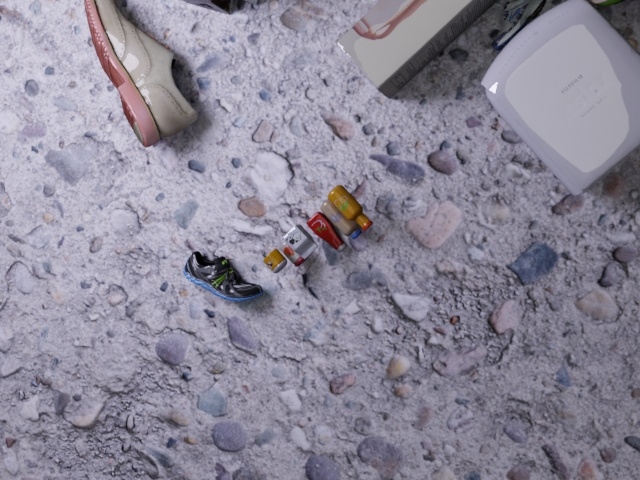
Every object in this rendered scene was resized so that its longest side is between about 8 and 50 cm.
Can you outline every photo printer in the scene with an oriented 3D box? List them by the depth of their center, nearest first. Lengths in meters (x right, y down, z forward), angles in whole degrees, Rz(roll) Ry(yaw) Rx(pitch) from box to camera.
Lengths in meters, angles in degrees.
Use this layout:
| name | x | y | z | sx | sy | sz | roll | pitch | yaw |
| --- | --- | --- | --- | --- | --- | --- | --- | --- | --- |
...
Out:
| name | x | y | z | sx | sy | sz | roll | pitch | yaw |
| --- | --- | --- | --- | --- | --- | --- | --- | --- | --- |
| photo printer | 0.477 | -0.278 | 1.297 | 0.256 | 0.107 | 0.307 | -41 | 86 | 14 |

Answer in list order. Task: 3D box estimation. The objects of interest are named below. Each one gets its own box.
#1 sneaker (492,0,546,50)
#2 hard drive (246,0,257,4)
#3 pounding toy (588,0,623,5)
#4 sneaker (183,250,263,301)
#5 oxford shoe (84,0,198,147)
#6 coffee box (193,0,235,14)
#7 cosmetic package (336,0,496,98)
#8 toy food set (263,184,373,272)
| name | x | y | z | sx | sy | sz | roll | pitch | yaw |
| --- | --- | --- | --- | --- | --- | --- | --- | --- | --- |
| sneaker | 0.375 | -0.431 | 1.341 | 0.058 | 0.052 | 0.135 | 42 | 96 | 16 |
| hard drive | -0.136 | -0.647 | 1.320 | 0.047 | 0.233 | 0.352 | 19 | 106 | 12 |
| pounding toy | 0.584 | -0.487 | 1.216 | 0.110 | 0.237 | 0.182 | 20 | 95 | -18 |
| sneaker | -0.214 | 0.078 | 1.518 | 0.188 | 0.067 | 0.078 | 23 | 107 | 13 |
| oxford shoe | -0.398 | -0.397 | 1.503 | 0.147 | 0.140 | 0.396 | -24 | 84 | -16 |
| coffee box | -0.255 | -0.565 | 1.343 | 0.119 | 0.297 | 0.168 | 19 | 99 | 11 |
| cosmetic package | 0.192 | -0.426 | 1.329 | 0.296 | 0.153 | 0.129 | -42 | 84 | 12 |
| toy food set | 0.000 | 0.000 | 1.436 | 0.232 | 0.111 | 0.104 | -44 | 85 | 11 |
